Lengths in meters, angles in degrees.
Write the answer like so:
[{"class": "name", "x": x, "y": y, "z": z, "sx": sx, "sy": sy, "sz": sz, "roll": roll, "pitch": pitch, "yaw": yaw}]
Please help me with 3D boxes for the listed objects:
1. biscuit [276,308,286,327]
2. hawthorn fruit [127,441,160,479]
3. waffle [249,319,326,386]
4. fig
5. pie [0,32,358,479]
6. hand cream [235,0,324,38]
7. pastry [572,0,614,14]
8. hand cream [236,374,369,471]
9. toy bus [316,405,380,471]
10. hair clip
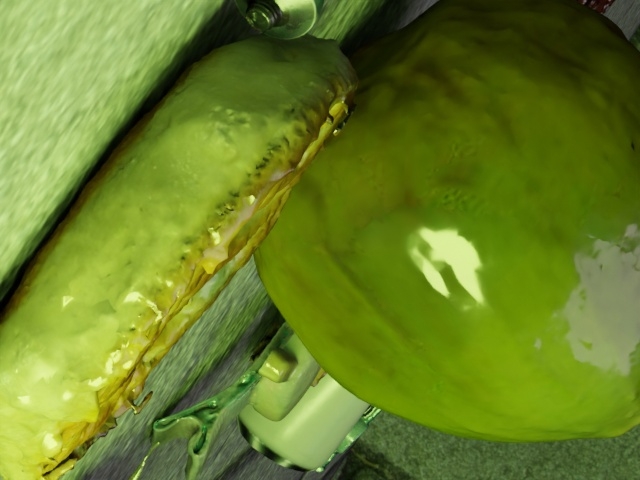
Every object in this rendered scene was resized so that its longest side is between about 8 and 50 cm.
[{"class": "biscuit", "x": 0.000, "y": 0.000, "z": 1.634, "sx": 0.099, "sy": 0.038, "sz": 0.322, "roll": -55, "pitch": 172, "yaw": -20}, {"class": "hawthorn fruit", "x": -0.184, "y": 0.264, "z": 1.433, "sx": 0.149, "sy": 0.149, "sz": 0.189, "roll": 101, "pitch": -9, "yaw": -71}, {"class": "waffle", "x": -0.001, "y": 0.083, "z": 1.804, "sx": 0.148, "sy": 0.042, "sz": 0.102, "roll": -51, "pitch": -158, "yaw": -19}, {"class": "fig", "x": 0.127, "y": -0.004, "z": 1.313, "sx": 0.343, "sy": 0.343, "sz": 0.343, "roll": -52, "pitch": 171, "yaw": -11}, {"class": "pie", "x": -0.090, "y": 0.007, "z": 1.030, "sx": 0.315, "sy": 0.092, "sz": 0.315, "roll": -52, "pitch": 176, "yaw": -5}, {"class": "hand cream", "x": 0.029, "y": -0.187, "z": 1.009, "sx": 0.248, "sy": 0.052, "sz": 0.075, "roll": -47, "pitch": 170, "yaw": -40}, {"class": "pastry", "x": 0.254, "y": -0.265, "z": 1.766, "sx": 0.208, "sy": 0.097, "sz": 0.115, "roll": -52, "pitch": 178, "yaw": -8}, {"class": "hand cream", "x": 0.048, "y": 0.079, "z": 1.897, "sx": 0.118, "sy": 0.185, "sz": 0.359, "roll": 28, "pitch": 102, "yaw": -37}, {"class": "toy bus", "x": 0.056, "y": 0.131, "z": 2.050, "sx": 0.256, "sy": 0.128, "sz": 0.147, "roll": -44, "pitch": 175, "yaw": 6}, {"class": "hair clip", "x": -0.055, "y": 0.127, "z": 1.634, "sx": 0.218, "sy": 0.071, "sz": 0.159, "roll": -41, "pitch": 168, "yaw": -31}]
